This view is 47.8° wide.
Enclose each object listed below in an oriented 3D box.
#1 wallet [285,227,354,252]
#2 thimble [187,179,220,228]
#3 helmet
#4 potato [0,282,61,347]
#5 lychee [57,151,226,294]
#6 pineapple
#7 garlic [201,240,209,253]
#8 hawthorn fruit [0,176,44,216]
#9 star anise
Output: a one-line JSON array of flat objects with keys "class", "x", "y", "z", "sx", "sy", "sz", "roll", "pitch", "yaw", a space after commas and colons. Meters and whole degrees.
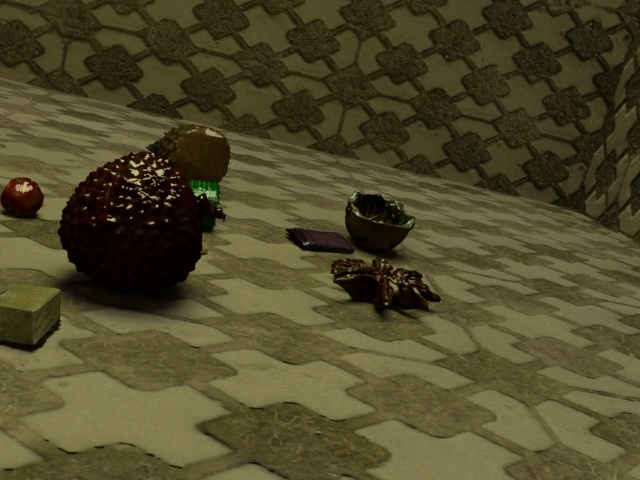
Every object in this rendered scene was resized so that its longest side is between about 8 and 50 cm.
[{"class": "wallet", "x": 0.000, "y": -0.001, "z": 1.921, "sx": 0.165, "sy": 0.030, "sz": 0.111, "roll": 5, "pitch": 17, "yaw": -33}, {"class": "thimble", "x": -0.299, "y": -0.092, "z": 1.811, "sx": 0.090, "sy": 0.118, "sz": 0.130, "roll": 7, "pitch": -2, "yaw": -11}, {"class": "helmet", "x": 0.155, "y": -0.040, "z": 2.021, "sx": 0.198, "sy": 0.130, "sz": 0.224, "roll": 9, "pitch": 26, "yaw": -10}, {"class": "potato", "x": -0.436, "y": 0.107, "z": 1.071, "sx": 0.086, "sy": 0.061, "sz": 0.122, "roll": 12, "pitch": 14, "yaw": -1}, {"class": "lychee", "x": -0.317, "y": -0.033, "z": 1.304, "sx": 0.299, "sy": 0.265, "sz": 0.264, "roll": -12, "pitch": 25, "yaw": -21}, {"class": "pineapple", "x": -0.425, "y": -0.270, "z": 2.211, "sx": 0.201, "sy": 0.202, "sz": 0.362, "roll": 4, "pitch": 11, "yaw": -34}, {"class": "garlic", "x": -0.282, "y": 0.011, "z": 1.601, "sx": 0.053, "sy": 0.041, "sz": 0.083, "roll": 26, "pitch": 11, "yaw": 21}, {"class": "hawthorn fruit", "x": -0.649, "y": -0.091, "z": 1.564, "sx": 0.093, "sy": 0.093, "sz": 0.093, "roll": 13, "pitch": 15, "yaw": -4}, {"class": "star anise", "x": 0.133, "y": 0.091, "z": 1.611, "sx": 0.288, "sy": 0.088, "sz": 0.288, "roll": 11, "pitch": 15, "yaw": -3}]
